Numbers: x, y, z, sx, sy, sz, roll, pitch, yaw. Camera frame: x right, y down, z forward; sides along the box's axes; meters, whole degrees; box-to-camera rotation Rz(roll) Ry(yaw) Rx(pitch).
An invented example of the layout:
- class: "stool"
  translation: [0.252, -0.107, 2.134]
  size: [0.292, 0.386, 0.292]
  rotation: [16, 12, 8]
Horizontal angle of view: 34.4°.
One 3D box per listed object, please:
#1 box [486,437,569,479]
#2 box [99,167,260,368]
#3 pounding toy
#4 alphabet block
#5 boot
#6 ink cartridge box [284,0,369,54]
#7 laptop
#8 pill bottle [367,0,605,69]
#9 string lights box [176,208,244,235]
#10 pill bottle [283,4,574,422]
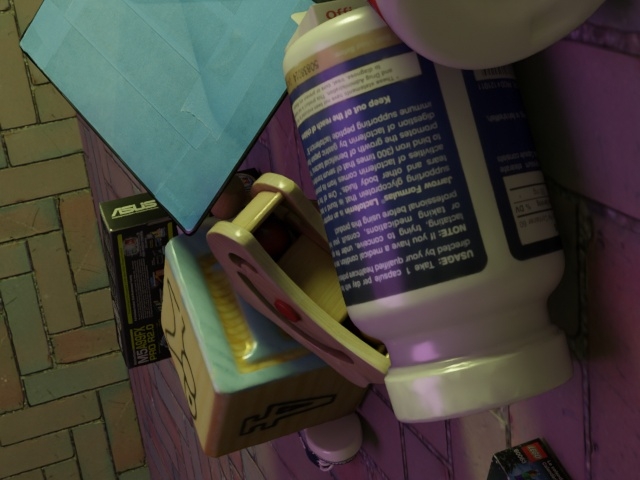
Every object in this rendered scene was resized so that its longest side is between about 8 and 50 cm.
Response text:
- class: "box"
  translation: [0.177, 0.291, 0.817]
  size: [0.233, 0.044, 0.159]
  rotation: [93, 155, -43]
- class: "box"
  translation: [-0.177, 0.042, 1.407]
  size: [0.270, 0.216, 0.060]
  rotation: [92, 156, -43]
- class: "pounding toy"
  translation: [0.000, 0.000, 0.969]
  size: [0.269, 0.155, 0.154]
  rotation: [36, 160, 15]
- class: "alphabet block"
  translation: [-0.058, 0.099, 1.136]
  size: [0.197, 0.193, 0.192]
  rotation: [109, 144, -59]
- class: "boot"
  translation: [0.014, 0.244, 1.251]
  size: [0.190, 0.069, 0.086]
  rotation: [-134, 27, -71]
- class: "ink cartridge box"
  translation: [0.036, -0.133, 0.840]
  size: [0.090, 0.092, 0.143]
  rotation: [141, 113, -70]
- class: "laptop"
  translation: [-0.173, -0.295, 0.935]
  size: [0.382, 0.236, 0.408]
  rotation: [44, 162, 34]
- class: "pill bottle"
  translation: [0.049, -0.239, 0.610]
  size: [0.283, 0.161, 0.161]
  rotation: [-122, 25, -43]
- class: "string lights box"
  translation: [-0.090, 0.095, 1.321]
  size: [0.077, 0.133, 0.260]
  rotation: [-147, 45, -63]
- class: "pill bottle"
  translation: [0.077, -0.021, 0.703]
  size: [0.153, 0.153, 0.265]
  rotation: [156, 100, -72]
